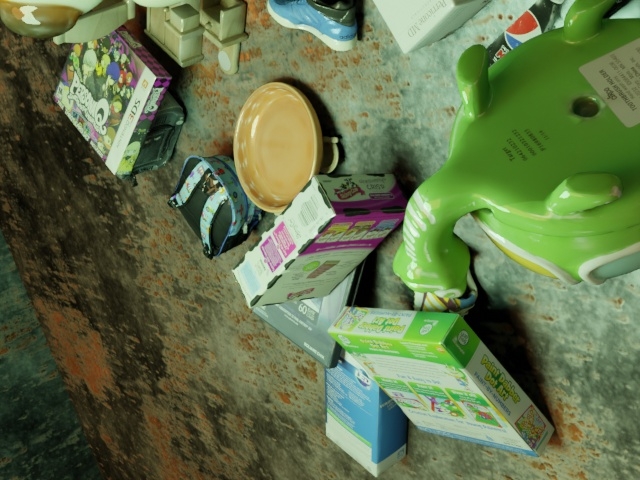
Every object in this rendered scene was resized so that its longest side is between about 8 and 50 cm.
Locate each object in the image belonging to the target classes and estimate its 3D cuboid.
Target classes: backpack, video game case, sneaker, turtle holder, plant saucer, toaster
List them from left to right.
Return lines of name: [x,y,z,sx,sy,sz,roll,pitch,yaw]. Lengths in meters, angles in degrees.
video game case: [-0.370,-0.266,1.652,0.232,0.042,0.210,48,124,26]
toaster: [-0.353,-0.221,1.777,0.146,0.129,0.227,56,146,17]
backpack: [-0.173,-0.078,1.634,0.158,0.117,0.173,53,147,15]
plant saucer: [-0.061,-0.143,1.453,0.200,0.037,0.200,6,98,48]
video game case: [-0.014,0.038,1.498,0.196,0.026,0.274,32,118,39]
sneaker: [-0.011,-0.323,1.274,0.152,0.058,0.084,36,145,29]
sneaker: [0.177,0.092,1.308,0.084,0.069,0.185,26,134,51]
turtle holder: [0.240,-0.052,0.892,0.243,0.320,0.227,28,160,32]

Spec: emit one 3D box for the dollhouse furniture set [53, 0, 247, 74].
dollhouse furniture set: [-0.345,-0.320,1.477,0.303,0.355,0.174,43,144,27]

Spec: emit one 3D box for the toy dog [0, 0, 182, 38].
toy dog: [-0.266,-0.430,1.230,0.395,0.408,0.284,6,117,52]

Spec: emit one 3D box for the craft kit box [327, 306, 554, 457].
craft kit box: [0.165,0.195,1.330,0.246,0.061,0.250,46,155,-26]

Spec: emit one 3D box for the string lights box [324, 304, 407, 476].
string lights box: [0.075,0.251,1.563,0.133,0.077,0.260,33,138,38]

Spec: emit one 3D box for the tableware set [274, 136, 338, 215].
tableware set: [-0.020,-0.097,1.454,0.141,0.020,0.169,11,102,45]

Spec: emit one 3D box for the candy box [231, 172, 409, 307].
candy box: [0.000,0.000,1.346,0.233,0.159,0.071,-47,60,38]

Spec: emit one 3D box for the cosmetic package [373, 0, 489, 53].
cosmetic package: [0.095,-0.348,1.086,0.231,0.085,0.117,61,148,5]

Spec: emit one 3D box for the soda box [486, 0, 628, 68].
soda box: [0.239,-0.220,0.997,0.053,0.060,0.169,59,148,7]
